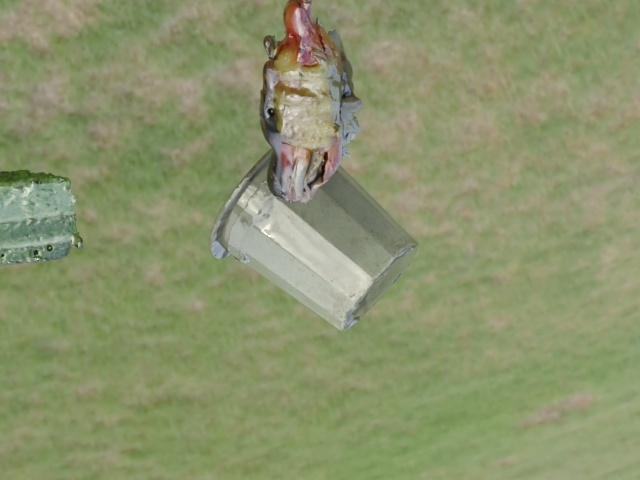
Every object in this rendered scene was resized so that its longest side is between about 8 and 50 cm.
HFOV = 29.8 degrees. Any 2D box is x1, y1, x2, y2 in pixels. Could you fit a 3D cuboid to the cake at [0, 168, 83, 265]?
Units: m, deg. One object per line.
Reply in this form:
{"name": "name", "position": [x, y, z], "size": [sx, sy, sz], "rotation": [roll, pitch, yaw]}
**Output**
{"name": "cake", "position": [-0.379, -0.027, 1.304], "size": [0.235, 0.100, 0.099], "rotation": [-5, -167, -9]}

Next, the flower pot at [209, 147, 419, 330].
{"name": "flower pot", "position": [0.000, 0.000, 1.497], "size": [0.212, 0.202, 0.212], "rotation": [-46, 169, -11]}

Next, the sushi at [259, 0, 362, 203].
{"name": "sushi", "position": [-0.007, -0.147, 1.270], "size": [0.097, 0.226, 0.103], "rotation": [14, -150, 26]}
